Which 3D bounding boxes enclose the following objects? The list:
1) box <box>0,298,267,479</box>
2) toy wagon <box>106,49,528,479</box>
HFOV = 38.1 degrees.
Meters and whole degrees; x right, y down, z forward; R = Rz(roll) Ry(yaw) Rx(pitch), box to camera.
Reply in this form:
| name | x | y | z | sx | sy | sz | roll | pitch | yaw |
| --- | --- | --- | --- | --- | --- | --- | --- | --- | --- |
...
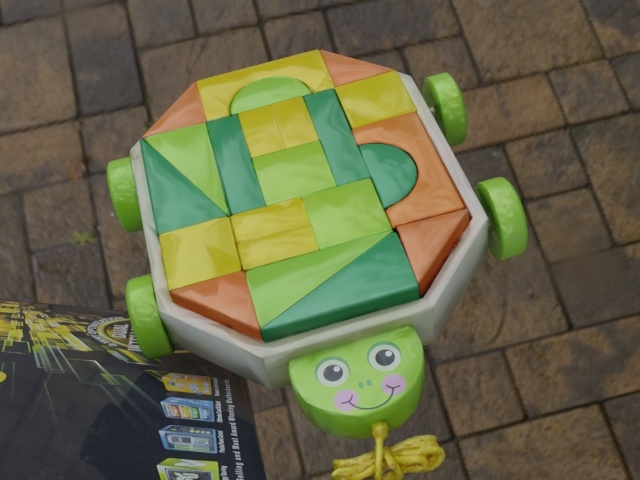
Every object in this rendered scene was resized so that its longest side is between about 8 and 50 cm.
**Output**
| name | x | y | z | sx | sy | sz | roll | pitch | yaw |
| --- | --- | --- | --- | --- | --- | --- | --- | --- | --- |
| box | -0.199 | 0.127 | 0.561 | 0.318 | 0.395 | 0.097 | 4 | 101 | -8 |
| toy wagon | 0.000 | 0.000 | 0.627 | 0.267 | 0.068 | 0.344 | -16 | 49 | -4 |
